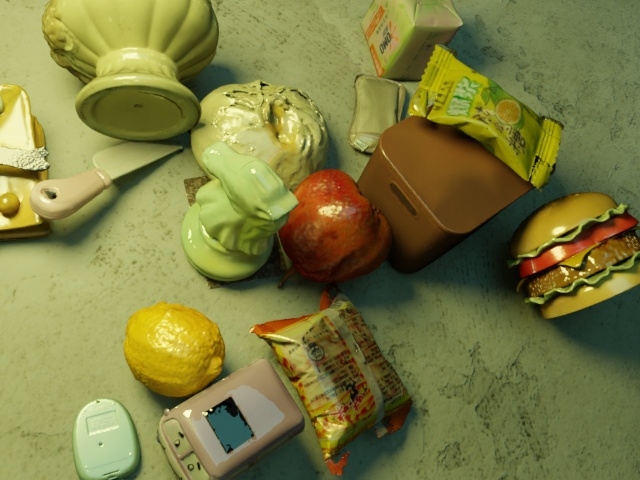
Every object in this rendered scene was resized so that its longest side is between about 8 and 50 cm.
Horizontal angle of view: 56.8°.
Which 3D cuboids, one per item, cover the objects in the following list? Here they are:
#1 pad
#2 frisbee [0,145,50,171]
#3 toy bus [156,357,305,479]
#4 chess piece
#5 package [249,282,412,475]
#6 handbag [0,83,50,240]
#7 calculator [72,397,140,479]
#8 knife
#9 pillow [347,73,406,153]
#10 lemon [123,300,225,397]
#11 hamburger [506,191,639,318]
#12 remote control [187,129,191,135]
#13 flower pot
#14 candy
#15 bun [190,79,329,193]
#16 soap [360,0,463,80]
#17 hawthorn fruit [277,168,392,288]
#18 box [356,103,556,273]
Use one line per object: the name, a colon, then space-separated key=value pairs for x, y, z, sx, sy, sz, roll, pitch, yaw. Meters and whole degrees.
pad: x=-0.166 y=-0.028 z=1.145 sx=0.158 sy=0.003 sz=0.235 roll=-9 pitch=68 yaw=-22
frisbee: x=-0.533 y=-0.129 z=0.944 sx=0.187 sy=0.012 sz=0.211 roll=5 pitch=76 yaw=-22
toy bus: x=-0.141 y=0.288 z=0.917 sx=0.202 sy=0.142 sz=0.142 roll=-28 pitch=77 yaw=-27
chess piece: x=-0.139 y=-0.053 z=0.993 sx=0.176 sy=0.298 sz=0.175 roll=7 pitch=65 yaw=-16
package: x=0.028 y=0.220 z=1.016 sx=0.223 sy=0.108 sz=0.288 roll=-22 pitch=70 yaw=-40
handbag: x=-0.662 y=-0.114 z=0.959 sx=0.401 sy=0.133 sz=0.283 roll=-6 pitch=75 yaw=-23
calculator: x=-0.329 y=0.318 z=0.910 sx=0.095 sy=0.021 sz=0.153 roll=-10 pitch=65 yaw=-22
knife: x=-0.379 y=-0.129 z=1.069 sx=0.081 sy=0.043 sz=0.336 roll=37 pitch=39 yaw=7
pillow: x=0.130 y=-0.287 z=1.351 sx=0.131 sy=0.038 sz=0.232 roll=11 pitch=61 yaw=-10
lemon: x=-0.237 y=0.171 z=0.944 sx=0.187 sy=0.142 sz=0.142 roll=27 pitch=57 yaw=19
hamburger: x=0.509 y=0.017 z=1.193 sx=0.274 sy=0.274 sz=0.212 roll=-20 pitch=79 yaw=-26
remote control: x=-0.270 y=-0.242 z=1.209 sx=0.091 sy=0.016 sz=0.034 roll=43 pitch=64 yaw=6
flower pot: x=-0.335 y=-0.332 z=1.073 sx=0.308 sy=0.307 sz=0.244 roll=-2 pitch=71 yaw=-19
candy: x=0.313 y=-0.231 z=1.092 sx=0.297 sy=0.081 sz=0.187 roll=28 pitch=61 yaw=-3
bun: x=-0.112 y=-0.214 z=1.170 sx=0.287 sy=0.146 sz=0.287 roll=8 pitch=62 yaw=-15
soap: x=0.207 y=-0.504 z=1.391 sx=0.138 sy=0.199 sz=0.182 roll=-7 pitch=68 yaw=-24
hawthorn fruit: x=0.000 y=0.000 z=1.093 sx=0.243 sy=0.207 sz=0.207 roll=-42 pitch=81 yaw=10
box: x=0.254 y=-0.118 z=1.198 sx=0.339 sy=0.229 sz=0.239 roll=-31 pitch=77 yaw=-28
